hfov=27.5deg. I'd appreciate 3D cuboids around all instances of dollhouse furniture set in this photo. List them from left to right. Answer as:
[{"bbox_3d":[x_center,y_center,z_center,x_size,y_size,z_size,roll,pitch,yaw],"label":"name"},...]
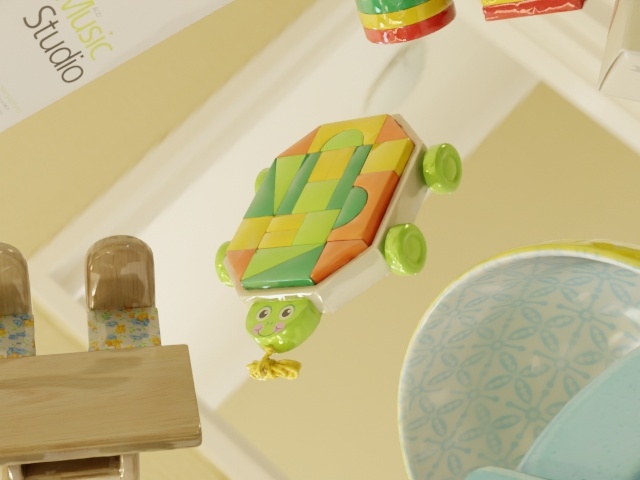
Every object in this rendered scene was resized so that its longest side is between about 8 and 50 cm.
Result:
[{"bbox_3d":[-0.187,0.074,0.687,0.242,0.212,0.161,-4,-52,-11],"label":"dollhouse furniture set"}]

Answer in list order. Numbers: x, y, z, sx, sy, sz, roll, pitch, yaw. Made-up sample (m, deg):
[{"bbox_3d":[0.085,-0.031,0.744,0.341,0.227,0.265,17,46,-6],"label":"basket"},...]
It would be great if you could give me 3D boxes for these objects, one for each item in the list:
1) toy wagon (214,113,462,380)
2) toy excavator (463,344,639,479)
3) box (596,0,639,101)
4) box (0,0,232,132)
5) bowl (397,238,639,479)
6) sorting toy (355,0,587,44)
[{"bbox_3d":[0.000,0.000,1.452,0.068,0.267,0.344,52,-131,-34],"label":"toy wagon"},{"bbox_3d":[0.228,0.093,0.388,0.445,0.433,0.222,-56,-51,-27],"label":"toy excavator"},{"bbox_3d":[0.336,-0.231,1.105,0.127,0.149,0.232,81,-157,-81],"label":"box"},{"bbox_3d":[-0.223,-0.251,1.197,0.322,0.058,0.232,-31,-34,-3],"label":"box"},{"bbox_3d":[0.212,0.124,0.905,0.156,0.289,0.289,-23,-29,-50],"label":"bowl"},{"bbox_3d":[0.149,-0.269,1.217,0.257,0.255,0.089,-53,-48,-49],"label":"sorting toy"}]
